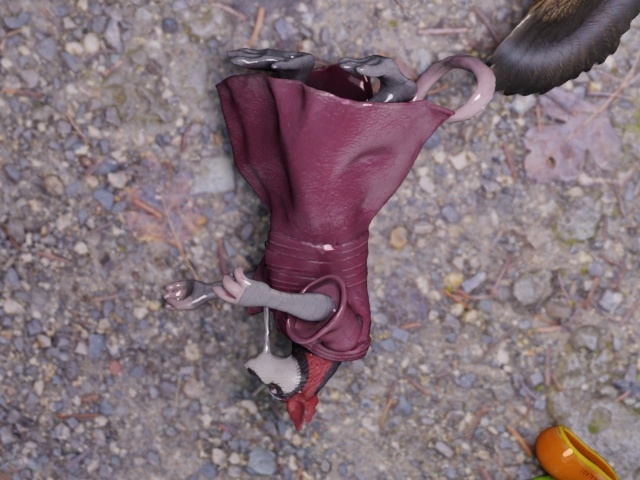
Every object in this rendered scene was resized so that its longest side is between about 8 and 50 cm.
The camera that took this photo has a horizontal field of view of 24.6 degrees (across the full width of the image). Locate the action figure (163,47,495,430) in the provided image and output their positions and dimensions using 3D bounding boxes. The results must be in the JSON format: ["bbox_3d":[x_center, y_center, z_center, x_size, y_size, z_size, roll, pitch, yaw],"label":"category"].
[{"bbox_3d":[0.000,0.000,1.425,0.276,0.248,0.370,-6,105,-20],"label":"action figure"}]

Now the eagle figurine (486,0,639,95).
[{"bbox_3d":[0.255,-0.286,1.327,0.298,0.225,0.226,-19,61,41],"label":"eagle figurine"}]

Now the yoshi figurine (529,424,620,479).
[{"bbox_3d":[0.141,0.347,1.489,0.362,0.203,0.203,-42,82,16],"label":"yoshi figurine"}]
